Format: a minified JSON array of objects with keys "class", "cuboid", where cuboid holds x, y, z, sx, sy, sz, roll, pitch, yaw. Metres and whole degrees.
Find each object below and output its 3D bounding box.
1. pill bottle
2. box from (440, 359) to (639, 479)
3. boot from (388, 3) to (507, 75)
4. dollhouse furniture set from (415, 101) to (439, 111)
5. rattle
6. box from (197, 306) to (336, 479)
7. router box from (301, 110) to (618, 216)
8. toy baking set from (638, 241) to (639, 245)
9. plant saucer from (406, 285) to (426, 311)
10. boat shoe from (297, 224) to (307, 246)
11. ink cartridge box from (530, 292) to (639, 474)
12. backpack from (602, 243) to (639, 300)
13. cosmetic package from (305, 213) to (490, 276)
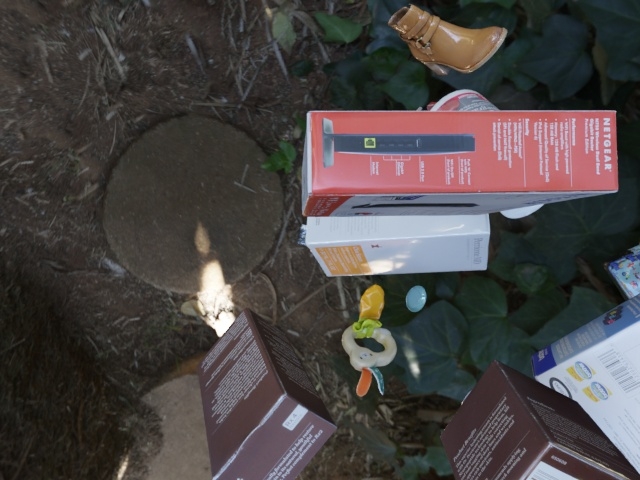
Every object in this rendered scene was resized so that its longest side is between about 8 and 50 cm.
[{"class":"pill bottle","cuboid":[0.377,-0.196,1.059,0.176,0.318,0.176,-12,134,-12]},{"class":"box","cuboid":[0.305,0.317,0.669,0.167,0.203,0.168,27,104,-6]},{"class":"boot","cuboid":[0.318,-0.541,1.207,0.220,0.283,0.109,33,89,-24]},{"class":"dollhouse furniture set","cuboid":[0.496,-0.371,1.802,0.374,0.201,0.152,42,63,-1]},{"class":"rattle","cuboid":[0.117,0.214,1.003,0.130,0.200,0.143,31,115,-1]},{"class":"box","cuboid":[-0.130,0.309,0.954,0.143,0.381,0.191,40,90,-22]},{"class":"router box","cuboid":[0.127,-0.082,0.601,0.301,0.335,0.082,-1,89,-3]},{"class":"toy baking set","cuboid":[1.078,-0.013,1.421,0.256,0.196,0.030,20,55,-53]},{"class":"plant saucer","cuboid":[0.425,0.260,2.104,0.119,0.021,0.119,-5,101,-31]},{"class":"boat shoe","cuboid":[0.000,0.000,1.887,0.183,0.065,0.083,16,89,-4]},{"class":"ink cartridge box","cuboid":[0.611,0.287,0.909,0.395,0.151,0.270,-39,80,20]},{"class":"backpack","cuboid":[0.957,0.090,1.371,0.173,0.117,0.158,-31,82,18]},{"class":"cosmetic package","cuboid":[0.209,-0.023,1.262,0.453,0.162,0.230,-4,152,16]}]
